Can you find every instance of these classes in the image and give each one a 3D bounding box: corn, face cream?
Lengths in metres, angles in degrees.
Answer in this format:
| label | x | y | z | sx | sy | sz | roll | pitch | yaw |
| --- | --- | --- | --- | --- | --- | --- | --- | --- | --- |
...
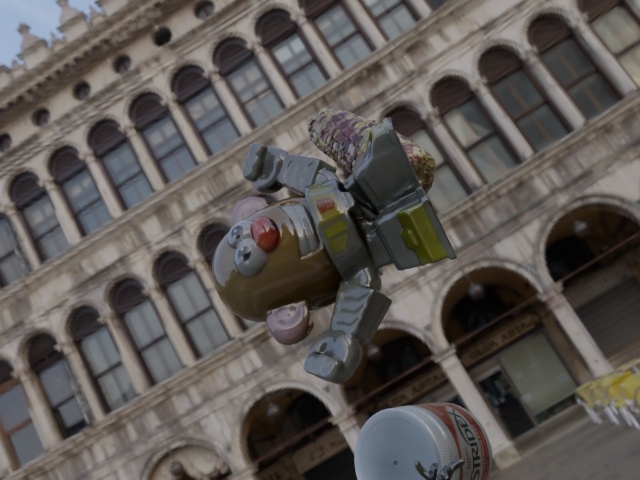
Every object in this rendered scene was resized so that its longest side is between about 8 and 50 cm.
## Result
| label | x | y | z | sx | sy | sz | roll | pitch | yaw |
| --- | --- | --- | --- | --- | --- | --- | --- | --- | --- |
| corn | 0.076 | -0.148 | 1.205 | 0.098 | 0.290 | 0.098 | -16 | -58 | -27 |
| face cream | 0.196 | 0.411 | 1.380 | 0.187 | 0.201 | 0.201 | 10 | -41 | -47 |

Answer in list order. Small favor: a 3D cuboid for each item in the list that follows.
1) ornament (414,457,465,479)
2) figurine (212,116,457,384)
| label | x | y | z | sx | sy | sz | roll | pitch | yaw |
| --- | --- | --- | --- | --- | --- | --- | --- | --- | --- |
| ornament | 0.145 | 0.424 | 1.029 | 0.202 | 0.236 | 0.080 | 5 | -10 | -5 |
| figurine | 0.001 | 0.001 | 0.894 | 0.285 | 0.342 | 0.167 | -26 | -55 | 11 |
